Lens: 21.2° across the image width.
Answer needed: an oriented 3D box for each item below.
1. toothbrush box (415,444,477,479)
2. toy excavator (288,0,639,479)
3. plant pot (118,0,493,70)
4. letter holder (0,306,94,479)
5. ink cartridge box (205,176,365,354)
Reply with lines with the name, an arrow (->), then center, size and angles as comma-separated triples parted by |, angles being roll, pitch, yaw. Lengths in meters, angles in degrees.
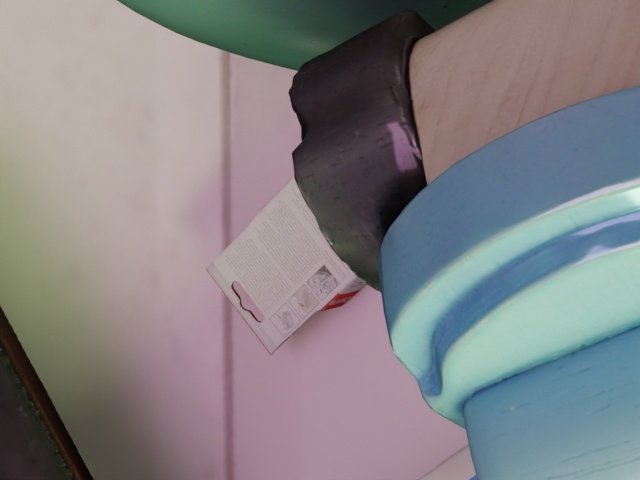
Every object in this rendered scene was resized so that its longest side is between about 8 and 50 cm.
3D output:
toothbrush box -> 0.045, 0.255, 0.804 | 0.295, 0.126, 0.216 | -39, 63, 25
toy excavator -> 0.197, 0.137, 0.662 | 0.222, 0.433, 0.445 | -23, 55, 27
plant pot -> -0.017, -0.216, 0.760 | 0.293, 0.235, 0.293 | 2, 94, 28
letter holder -> -0.224, 0.109, 0.959 | 0.152, 0.214, 0.302 | -29, 78, -6
ink cartridge box -> 0.000, 0.000, 0.884 | 0.115, 0.029, 0.063 | -44, 74, 24
